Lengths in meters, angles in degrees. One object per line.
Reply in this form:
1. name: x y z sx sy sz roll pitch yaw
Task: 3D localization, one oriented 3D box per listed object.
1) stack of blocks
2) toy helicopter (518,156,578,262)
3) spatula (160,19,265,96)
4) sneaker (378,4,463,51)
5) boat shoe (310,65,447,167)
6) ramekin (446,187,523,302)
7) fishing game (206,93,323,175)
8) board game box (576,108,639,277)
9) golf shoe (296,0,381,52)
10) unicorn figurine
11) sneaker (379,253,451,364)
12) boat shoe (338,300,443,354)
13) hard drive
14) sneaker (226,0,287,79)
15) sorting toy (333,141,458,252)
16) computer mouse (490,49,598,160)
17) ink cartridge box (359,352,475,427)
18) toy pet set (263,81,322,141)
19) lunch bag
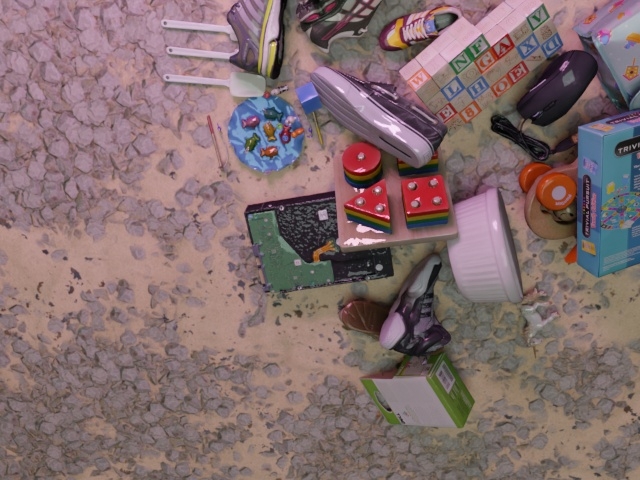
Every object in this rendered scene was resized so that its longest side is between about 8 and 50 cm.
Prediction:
1. stack of blocks: 0.339 -0.386 1.266 0.297 0.087 0.171 -38 135 16
2. toy helicopter: 0.653 -0.093 1.386 0.355 0.140 0.235 -17 109 3
3. spatula: -0.243 -0.418 1.357 0.242 0.019 0.168 5 113 1
4. sneaker: 0.214 -0.458 1.282 0.186 0.084 0.069 -21 110 10
5. boat shoe: 0.128 -0.291 1.318 0.335 0.121 0.119 40 74 14
6. ramekin: 0.376 0.021 1.379 0.127 0.273 0.272 -13 111 21
7. fishing game: -0.131 -0.248 1.409 0.264 0.041 0.189 -9 108 6
8. board game box: 0.689 -0.112 1.292 0.254 0.079 0.336 -17 117 -9
9. golf shoe: 0.085 -0.511 1.274 0.273 0.105 0.120 -23 127 16
10. unicorn figurine: 0.564 0.206 1.555 0.111 0.060 0.162 -32 91 15
11. sneaker: 0.267 0.176 1.495 0.153 0.101 0.268 30 83 -5
12. boat shoe: 0.188 0.225 1.568 0.285 0.089 0.104 21 78 -6
13. hard drive: 0.000 0.000 1.491 0.339 0.064 0.236 -10 111 6
14. sneaker: -0.137 -0.501 1.267 0.121 0.111 0.299 7 106 3
15. sorting toy: 0.157 -0.118 1.328 0.256 0.257 0.089 -7 148 6
16. computer mouse: 0.518 -0.275 1.304 0.184 0.060 0.262 33 136 -12
17. ink cartridge box: 0.259 0.411 1.637 0.255 0.097 0.188 -14 116 45
18. toy pet set: -0.056 -0.297 1.349 0.114 0.065 0.122 -25 107 1
19. lunch bag: 0.697 -0.393 1.247 0.223 0.160 0.262 -34 113 17
